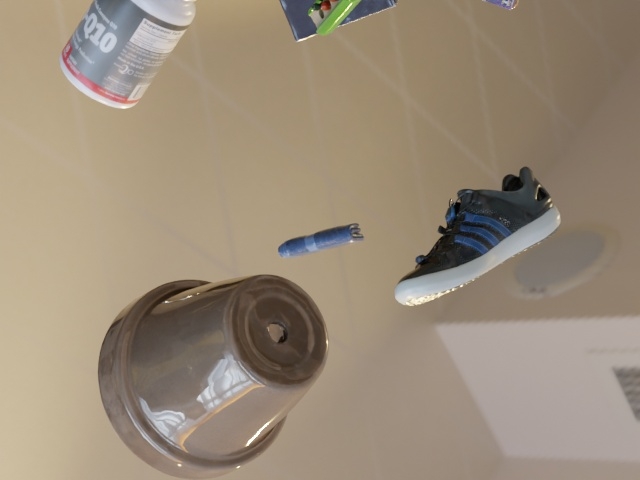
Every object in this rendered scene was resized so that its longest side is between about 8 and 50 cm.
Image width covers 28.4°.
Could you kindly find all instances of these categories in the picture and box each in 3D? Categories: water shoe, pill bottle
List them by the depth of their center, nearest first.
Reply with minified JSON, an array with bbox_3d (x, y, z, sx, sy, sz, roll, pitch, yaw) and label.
[{"bbox_3d":[0.137,-0.005,1.199,0.203,0.080,0.073,-26,178,-32],"label":"water shoe"},{"bbox_3d":[-0.320,-0.385,2.199,0.283,0.161,0.161,-52,-167,25],"label":"pill bottle"}]

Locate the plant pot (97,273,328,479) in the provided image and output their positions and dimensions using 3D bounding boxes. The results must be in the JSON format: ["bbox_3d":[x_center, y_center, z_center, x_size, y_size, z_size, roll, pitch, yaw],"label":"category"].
[{"bbox_3d":[-0.114,0.146,1.575,0.229,0.263,0.263,-34,-168,49],"label":"plant pot"}]

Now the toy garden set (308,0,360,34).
[{"bbox_3d":[-0.018,-0.404,1.581,0.049,0.244,0.204,-21,173,-26],"label":"toy garden set"}]

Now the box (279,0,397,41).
[{"bbox_3d":[0.001,-0.509,2.014,0.182,0.294,0.296,-19,-161,15],"label":"box"}]

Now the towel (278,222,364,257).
[{"bbox_3d":[0.000,0.000,1.870,0.119,0.029,0.067,-14,176,18],"label":"towel"}]

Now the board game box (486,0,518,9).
[{"bbox_3d":[0.248,-0.447,1.877,0.141,0.170,0.048,22,-156,16],"label":"board game box"}]
